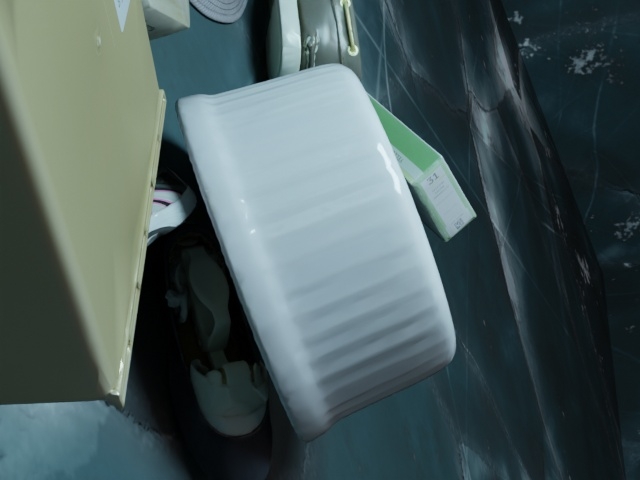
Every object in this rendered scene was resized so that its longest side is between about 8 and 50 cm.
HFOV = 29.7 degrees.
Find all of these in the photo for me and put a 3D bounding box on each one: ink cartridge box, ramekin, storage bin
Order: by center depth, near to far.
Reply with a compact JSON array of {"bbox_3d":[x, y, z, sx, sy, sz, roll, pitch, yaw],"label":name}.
[{"bbox_3d":[-0.160,-0.092,0.566,0.262,0.123,0.260,85,4,-49],"label":"storage bin"},{"bbox_3d":[0.000,0.000,0.920,0.277,0.135,0.277,159,-90,-89],"label":"ramekin"},{"bbox_3d":[0.069,-0.117,1.340,0.171,0.056,0.235,46,-6,42],"label":"ink cartridge box"}]

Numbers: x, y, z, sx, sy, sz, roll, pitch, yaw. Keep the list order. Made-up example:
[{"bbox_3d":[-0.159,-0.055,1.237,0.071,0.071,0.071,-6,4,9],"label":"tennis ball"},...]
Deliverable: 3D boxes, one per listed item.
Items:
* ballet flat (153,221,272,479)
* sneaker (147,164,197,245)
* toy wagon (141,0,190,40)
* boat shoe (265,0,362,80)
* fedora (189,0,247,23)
[{"bbox_3d":[-0.076,0.080,0.866,0.074,0.074,0.203,18,55,-68],"label":"ballet flat"},{"bbox_3d":[-0.138,-0.025,0.792,0.077,0.072,0.178,58,17,-12],"label":"sneaker"},{"bbox_3d":[-0.171,-0.322,0.883,0.267,0.068,0.345,-17,90,-82],"label":"toy wagon"},{"bbox_3d":[-0.009,-0.288,1.264,0.109,0.091,0.305,115,-25,-61],"label":"boat shoe"},{"bbox_3d":[-0.077,-0.356,1.133,0.243,0.124,0.276,1,74,-70],"label":"fedora"}]
